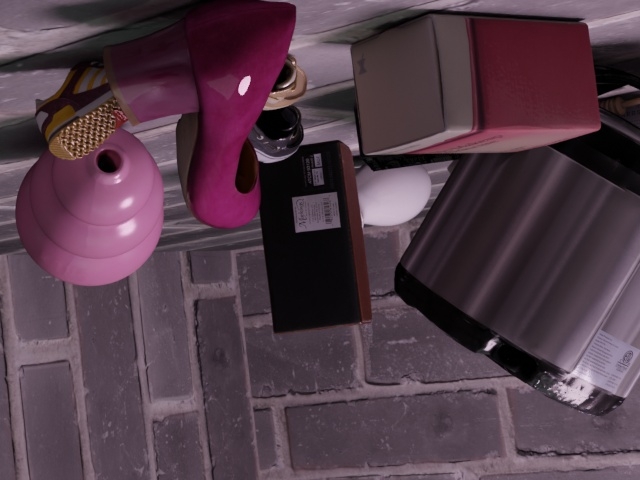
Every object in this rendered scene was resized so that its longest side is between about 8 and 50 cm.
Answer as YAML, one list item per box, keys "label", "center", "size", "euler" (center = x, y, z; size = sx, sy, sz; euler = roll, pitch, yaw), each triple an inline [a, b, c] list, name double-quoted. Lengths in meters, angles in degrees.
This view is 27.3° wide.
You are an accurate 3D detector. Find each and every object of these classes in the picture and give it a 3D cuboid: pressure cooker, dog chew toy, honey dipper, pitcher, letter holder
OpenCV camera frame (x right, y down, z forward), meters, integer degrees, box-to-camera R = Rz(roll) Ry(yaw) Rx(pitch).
- label: "pressure cooker"
  center: [0.347, -0.020, 1.776]
  size: [0.375, 0.420, 0.370]
  euler: [32, -173, 14]
- label: "dog chew toy"
  center: [-0.302, -0.058, 1.771]
  size: [0.206, 0.207, 0.332]
  euler: [-5, 168, -17]
- label: "honey dipper"
  center: [0.497, -0.217, 1.999]
  size: [0.160, 0.031, 0.030]
  euler: [-15, 171, 37]
- label: "pitcher"
  center: [0.086, -0.098, 2.382]
  size: [0.207, 0.178, 0.125]
  euler: [-20, 146, -40]
- label: "letter holder"
  center: [0.000, 0.000, 2.245]
  size: [0.152, 0.302, 0.214]
  euler: [-8, 176, 12]

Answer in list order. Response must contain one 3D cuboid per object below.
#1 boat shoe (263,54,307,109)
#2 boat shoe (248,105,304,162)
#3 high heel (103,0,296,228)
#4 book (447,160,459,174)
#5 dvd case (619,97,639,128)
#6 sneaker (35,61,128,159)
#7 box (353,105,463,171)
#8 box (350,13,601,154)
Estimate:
- label: "boat shoe"
  center: [-0.053, -0.176, 1.406]
  size: [0.059, 0.063, 0.170]
  euler: [-2, 178, 29]
- label: "boat shoe"
  center: [-0.065, -0.152, 1.678]
  size: [0.076, 0.080, 0.228]
  euler: [-7, 169, 25]
- label: "high heel"
  center: [-0.068, -0.113, 1.322]
  size: [0.181, 0.127, 0.377]
  euler: [-14, 161, 8]
- label: "book"
  center: [0.266, -0.152, 2.001]
  size: [0.096, 0.035, 0.144]
  euler: [-19, -161, 51]
- label: "dvd case"
  center: [0.447, -0.115, 2.020]
  size: [0.179, 0.239, 0.030]
  euler: [-7, 142, 17]
- label: "sneaker"
  center: [-0.214, -0.164, 1.366]
  size: [0.185, 0.084, 0.069]
  euler: [-30, 150, 0]
- label: "box"
  center: [0.132, -0.154, 1.887]
  size: [0.147, 0.078, 0.180]
  euler: [-7, 176, 8]
- label: "box"
  center: [0.171, -0.167, 1.446]
  size: [0.232, 0.127, 0.148]
  euler: [-4, 176, -35]
